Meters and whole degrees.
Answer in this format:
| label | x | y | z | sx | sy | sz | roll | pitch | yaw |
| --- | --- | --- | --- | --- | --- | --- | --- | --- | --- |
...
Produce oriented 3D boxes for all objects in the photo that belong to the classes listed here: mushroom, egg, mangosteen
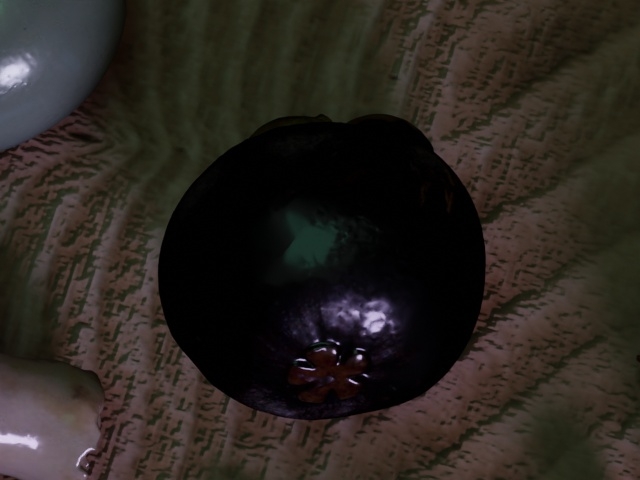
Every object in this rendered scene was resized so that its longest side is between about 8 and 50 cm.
| label | x | y | z | sx | sy | sz | roll | pitch | yaw |
| --- | --- | --- | --- | --- | --- | --- | --- | --- | --- |
| mushroom | -0.329 | 0.127 | 1.610 | 0.290 | 0.297 | 0.297 | 6 | 77 | -14 |
| egg | -0.308 | -0.180 | 1.705 | 0.282 | 0.203 | 0.203 | -28 | 75 | 7 |
| mangosteen | 0.000 | 0.000 | 1.611 | 0.275 | 0.275 | 0.302 | -9 | 43 | 7 |

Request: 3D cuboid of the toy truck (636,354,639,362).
| label | x | y | z | sx | sy | sz | roll | pitch | yaw |
| --- | --- | --- | --- | --- | --- | --- | --- | --- | --- |
| toy truck | 0.337 | 0.041 | 1.614 | 0.083 | 0.092 | 0.192 | 23 | 74 | 12 |
